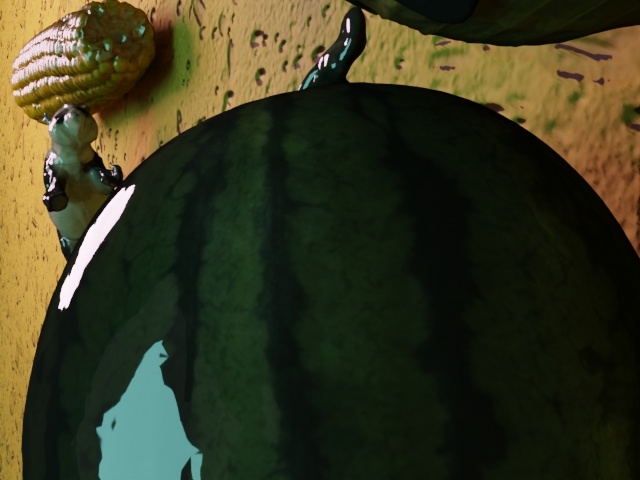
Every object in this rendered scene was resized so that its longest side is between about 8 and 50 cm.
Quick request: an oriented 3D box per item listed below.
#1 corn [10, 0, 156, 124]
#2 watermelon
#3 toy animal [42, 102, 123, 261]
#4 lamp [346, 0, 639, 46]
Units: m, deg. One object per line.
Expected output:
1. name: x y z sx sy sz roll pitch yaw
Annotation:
1. corn: -0.284 -0.204 1.169 0.363 0.121 0.120 2 92 61
2. watermelon: 0.015 0.087 0.430 0.279 0.279 0.359 -24 70 60
3. toy animal: -0.273 -0.057 1.140 0.225 0.094 0.121 85 161 -47
4. lamp: 0.088 -0.168 0.356 0.284 0.250 0.250 50 151 -8
